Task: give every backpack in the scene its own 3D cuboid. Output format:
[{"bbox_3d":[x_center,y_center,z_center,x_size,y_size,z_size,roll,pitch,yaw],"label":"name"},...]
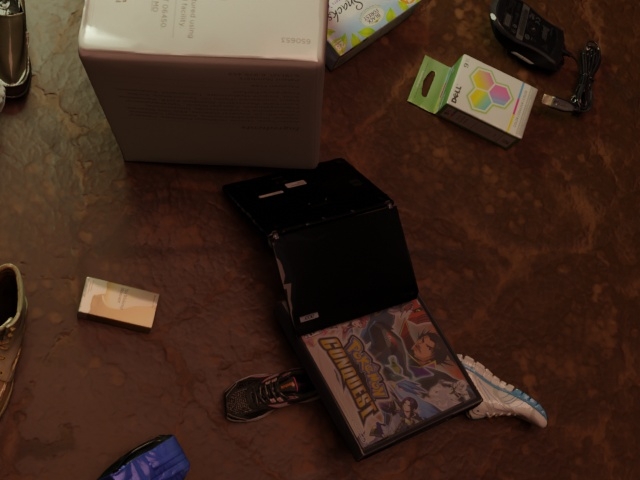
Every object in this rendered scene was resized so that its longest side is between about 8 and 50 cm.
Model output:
[{"bbox_3d":[-0.250,0.346,1.511,0.120,0.098,0.101,-34,94,-35],"label":"backpack"}]

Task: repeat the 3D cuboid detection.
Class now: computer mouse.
[{"bbox_3d":[0.404,-0.333,1.931,0.262,0.060,0.184,22,64,-21],"label":"computer mouse"}]

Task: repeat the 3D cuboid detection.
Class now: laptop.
[{"bbox_3d":[0.000,0.000,1.680,0.234,0.137,0.264,-15,38,-27],"label":"laptop"}]

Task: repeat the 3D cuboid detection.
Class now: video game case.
[{"bbox_3d":[0.092,0.181,1.636,0.248,0.035,0.275,-17,66,-33],"label":"video game case"}]

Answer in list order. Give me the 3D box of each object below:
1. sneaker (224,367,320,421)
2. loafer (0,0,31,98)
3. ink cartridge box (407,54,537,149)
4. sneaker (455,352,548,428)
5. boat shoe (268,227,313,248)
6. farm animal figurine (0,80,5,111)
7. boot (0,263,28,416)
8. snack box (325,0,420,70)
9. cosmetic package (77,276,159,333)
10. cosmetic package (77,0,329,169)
[{"bbox_3d":[-0.065,0.229,1.608,0.178,0.077,0.072,-17,79,-20],"label":"sneaker"},{"bbox_3d":[-0.506,-0.333,1.650,0.080,0.078,0.220,-6,75,-18],"label":"loafer"},{"bbox_3d":[0.275,-0.260,1.866,0.209,0.062,0.109,25,69,-7],"label":"ink cartridge box"},{"bbox_3d":[0.284,0.269,1.711,0.190,0.071,0.083,31,74,3],"label":"sneaker"},{"bbox_3d":[-0.019,0.004,1.709,0.142,0.040,0.049,-5,57,-18],"label":"boat shoe"},{"bbox_3d":[-0.660,-0.154,1.499,0.326,0.172,0.330,18,69,-11],"label":"farm animal figurine"},{"bbox_3d":[-0.465,0.150,1.466,0.077,0.165,0.213,14,69,-11],"label":"boot"},{"bbox_3d":[0.047,-0.430,1.847,0.207,0.070,0.174,-37,86,-21],"label":"snack box"},{"bbox_3d":[-0.311,0.100,1.595,0.115,0.041,0.060,13,70,-12],"label":"cosmetic package"},{"bbox_3d":[-0.152,-0.327,1.549,0.327,0.394,0.330,2,73,-1],"label":"cosmetic package"}]
